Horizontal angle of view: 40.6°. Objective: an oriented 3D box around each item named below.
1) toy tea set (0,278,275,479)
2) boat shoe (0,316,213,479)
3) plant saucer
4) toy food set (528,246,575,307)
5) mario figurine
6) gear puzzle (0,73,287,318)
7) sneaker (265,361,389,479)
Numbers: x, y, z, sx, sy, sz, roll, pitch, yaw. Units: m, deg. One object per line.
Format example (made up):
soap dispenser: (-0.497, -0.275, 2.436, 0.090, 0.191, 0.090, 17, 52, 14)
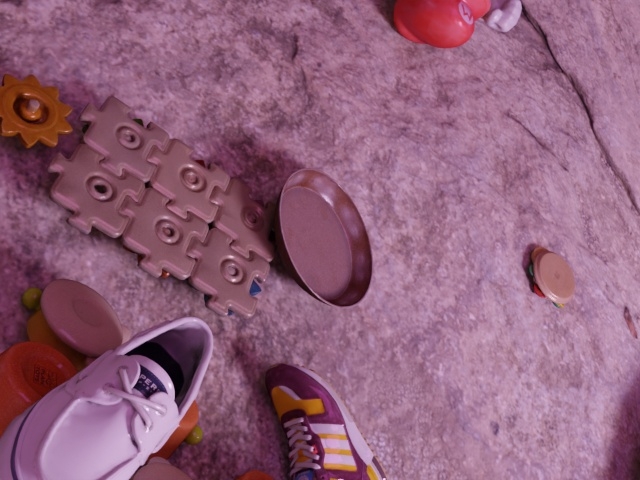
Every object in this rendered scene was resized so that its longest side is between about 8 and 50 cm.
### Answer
toy tea set: (-0.182, 0.198, 0.756, 0.336, 0.124, 0.200, 46, 20, -4)
boat shoe: (-0.152, 0.122, 0.650, 0.095, 0.084, 0.258, 45, 20, -8)
plant saucer: (0.000, 0.000, 0.991, 0.168, 0.029, 0.168, 31, 48, -43)
toy food set: (0.330, 0.053, 1.232, 0.083, 0.020, 0.082, 35, 52, -17)
mario figurine: (0.199, -0.417, 1.267, 0.198, 0.170, 0.320, 1, 53, 2)
gear puzzle: (-0.195, -0.050, 0.890, 0.339, 0.044, 0.175, 34, 45, -19)
sneaker: (-0.005, 0.212, 0.880, 0.185, 0.070, 0.084, 52, 44, -1)
